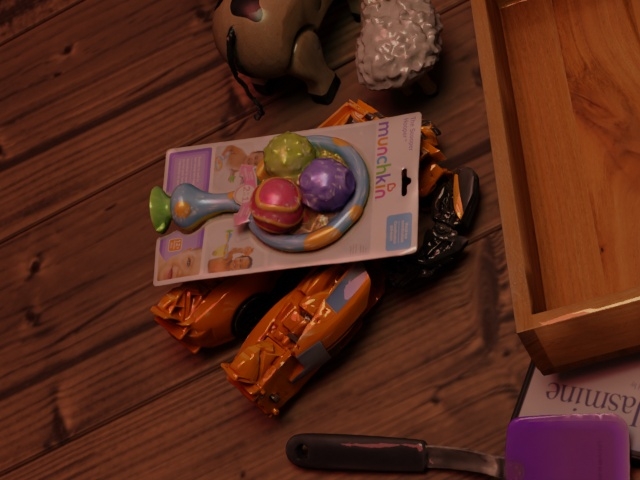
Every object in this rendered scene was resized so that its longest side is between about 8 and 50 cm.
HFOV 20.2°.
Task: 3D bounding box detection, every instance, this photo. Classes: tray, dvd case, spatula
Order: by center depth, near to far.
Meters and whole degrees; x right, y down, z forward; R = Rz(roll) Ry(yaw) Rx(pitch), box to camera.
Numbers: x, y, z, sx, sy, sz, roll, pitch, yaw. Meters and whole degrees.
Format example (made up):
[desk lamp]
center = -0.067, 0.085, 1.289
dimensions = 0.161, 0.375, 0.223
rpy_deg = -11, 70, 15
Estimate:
[dvd case]
center = 0.267, 0.059, 1.423
dimensions = 0.180, 0.022, 0.253
rpy_deg = 9, 66, 30
[spatula]
center = 0.101, 0.174, 1.426
dimensions = 0.296, 0.030, 0.084
rpy_deg = -1, 94, 32
[tray]
center = 0.244, -0.098, 1.476
dimensions = 0.203, 0.076, 0.411
rpy_deg = -16, 49, 16

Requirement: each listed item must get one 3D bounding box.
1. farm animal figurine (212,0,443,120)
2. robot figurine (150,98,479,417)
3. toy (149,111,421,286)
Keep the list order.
[farm animal figurine]
center = -0.033, -0.280, 1.687
dimensions = 0.330, 0.172, 0.327
rpy_deg = -3, 60, 25
[robot figurine]
center = 0.000, 0.000, 1.554
dimensions = 0.211, 0.085, 0.291
rpy_deg = 35, 80, 36
[toy]
center = -0.037, -0.044, 1.509
dimensions = 0.237, 0.056, 0.137
rpy_deg = -9, 60, 22
